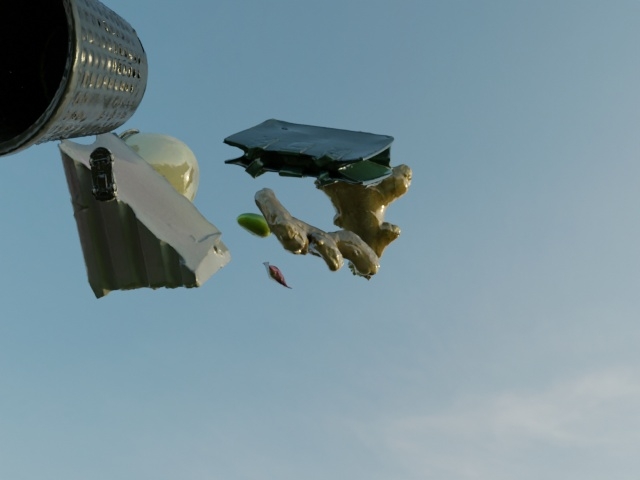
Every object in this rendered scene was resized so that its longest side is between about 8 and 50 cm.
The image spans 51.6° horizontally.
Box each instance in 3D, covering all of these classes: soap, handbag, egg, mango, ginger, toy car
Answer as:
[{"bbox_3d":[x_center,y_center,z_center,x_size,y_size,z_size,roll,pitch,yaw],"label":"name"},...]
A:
[{"bbox_3d":[-0.313,-0.064,1.206,0.257,0.159,0.303,-3,-75,27],"label":"soap"},{"bbox_3d":[-0.019,-0.185,1.426,0.326,0.238,0.090,12,-68,23],"label":"handbag"},{"bbox_3d":[-0.382,-0.115,1.574,0.174,0.264,0.287,7,-86,18],"label":"egg"},{"bbox_3d":[-0.182,-0.045,1.844,0.108,0.056,0.073,16,-24,-1],"label":"mango"},{"bbox_3d":[0.129,-0.099,1.737,0.236,0.376,0.166,-20,2,-11],"label":"ginger"},{"bbox_3d":[-0.363,-0.111,1.112,0.041,0.093,0.025,-8,-8,7],"label":"toy car"},{"bbox_3d":[0.000,0.006,1.091,0.258,0.149,0.065,32,-71,-22],"label":"ginger"}]

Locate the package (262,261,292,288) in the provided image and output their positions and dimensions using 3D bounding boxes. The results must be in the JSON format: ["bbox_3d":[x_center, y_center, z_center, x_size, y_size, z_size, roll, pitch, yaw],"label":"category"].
[{"bbox_3d":[-0.101,0.082,1.518,0.083,0.029,0.059,48,-15,-11],"label":"package"}]

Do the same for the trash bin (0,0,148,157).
[{"bbox_3d":[-0.236,-0.154,0.556,0.175,0.161,0.176,1,-84,13],"label":"trash bin"}]
